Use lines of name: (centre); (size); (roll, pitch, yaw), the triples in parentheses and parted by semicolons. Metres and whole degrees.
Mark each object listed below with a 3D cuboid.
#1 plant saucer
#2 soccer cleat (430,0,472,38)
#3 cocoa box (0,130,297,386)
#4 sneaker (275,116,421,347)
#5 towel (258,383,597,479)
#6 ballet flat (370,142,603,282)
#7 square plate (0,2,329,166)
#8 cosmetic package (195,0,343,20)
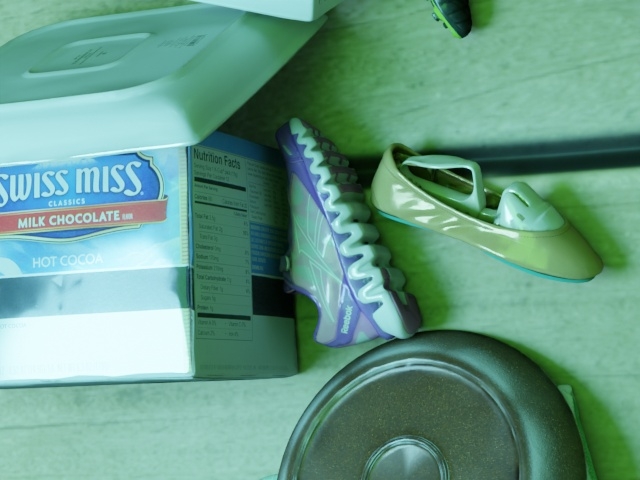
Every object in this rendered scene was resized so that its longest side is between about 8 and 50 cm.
plant saucer: (0.083, 0.221, 1.518); (0.311, 0.050, 0.310); (-12, 65, 26)
soccer cleat: (0.117, -0.276, 1.587); (0.072, 0.060, 0.178); (-22, 75, 18)
cocoa box: (-0.224, 0.023, 1.611); (0.347, 0.231, 0.227); (-4, 85, 22)
sneaker: (0.000, 0.000, 1.594); (0.105, 0.095, 0.236); (-28, 77, 18)
towel: (0.104, 0.281, 1.532); (0.325, 0.038, 0.247); (-23, 60, 21)
ballet flat: (0.148, -0.028, 1.537); (0.232, 0.080, 0.073); (19, 120, 22)
square plate: (-0.205, -0.152, 1.568); (0.344, 0.347, 0.049); (-5, 113, 22)
cosmetic package: (-0.038, -0.319, 1.571); (0.151, 0.151, 0.183); (14, 120, 23)
